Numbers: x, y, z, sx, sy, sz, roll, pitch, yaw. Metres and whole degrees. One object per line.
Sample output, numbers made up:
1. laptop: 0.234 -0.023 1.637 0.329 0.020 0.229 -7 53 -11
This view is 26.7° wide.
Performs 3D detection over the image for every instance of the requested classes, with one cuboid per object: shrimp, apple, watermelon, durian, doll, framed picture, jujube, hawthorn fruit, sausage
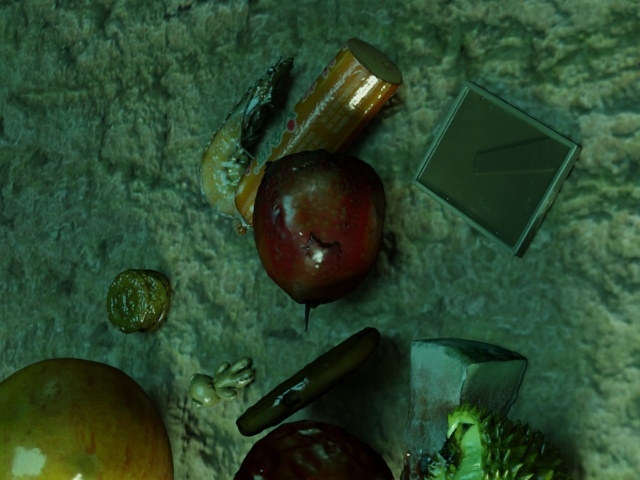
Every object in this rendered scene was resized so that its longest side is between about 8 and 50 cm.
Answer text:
1. shrimp: -0.089 -0.142 1.908 0.143 0.052 0.251 42 116 32
2. apple: -0.350 0.300 1.867 0.299 0.299 0.275 -41 39 29
3. watermelon: 0.133 0.230 1.563 0.154 0.094 0.241 12 90 52
4. durian: 0.177 0.297 1.422 0.200 0.176 0.237 22 95 51
5. doll: -0.137 0.195 1.850 0.093 0.051 0.061 -41 47 28
6. framed picture: 0.207 -0.089 1.620 0.203 0.015 0.150 39 106 44
7. jujube: -0.016 0.304 1.571 0.290 0.197 0.197 166 116 -76
8. hawthorn fruit: 0.000 0.000 1.705 0.181 0.181 0.235 7 100 45
9. sausage: -0.021 -0.124 1.799 0.312 0.093 0.093 -49 49 23

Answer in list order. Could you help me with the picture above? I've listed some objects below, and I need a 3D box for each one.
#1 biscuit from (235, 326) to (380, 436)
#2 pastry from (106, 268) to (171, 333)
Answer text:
1. biscuit: -0.012 0.173 1.645 0.212 0.212 0.036 -35 88 33
2. pastry: -0.271 0.090 2.011 0.109 0.057 0.097 -47 56 28
